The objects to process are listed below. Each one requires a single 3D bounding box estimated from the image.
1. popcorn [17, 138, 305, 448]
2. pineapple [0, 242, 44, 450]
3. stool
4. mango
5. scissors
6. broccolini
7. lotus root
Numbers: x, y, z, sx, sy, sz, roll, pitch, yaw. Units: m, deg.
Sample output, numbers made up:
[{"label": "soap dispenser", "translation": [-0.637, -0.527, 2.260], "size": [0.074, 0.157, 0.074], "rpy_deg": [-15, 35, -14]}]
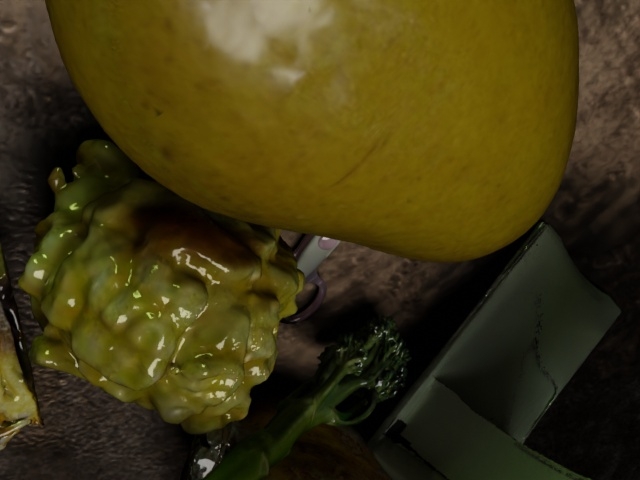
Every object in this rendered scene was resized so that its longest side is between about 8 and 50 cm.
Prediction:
[{"label": "popcorn", "translation": [-0.113, 0.034, 0.821], "size": [0.189, 0.218, 0.169], "rpy_deg": [20, 105, 2]}, {"label": "pineapple", "translation": [-0.295, 0.072, 0.857], "size": [0.236, 0.114, 0.186], "rpy_deg": [19, 116, -43]}, {"label": "stool", "translation": [0.227, 0.163, 0.975], "size": [0.269, 0.244, 0.170], "rpy_deg": [-52, 130, -8]}, {"label": "mango", "translation": [0.022, -0.126, 0.745], "size": [0.301, 0.220, 0.445], "rpy_deg": [-47, 128, -2]}, {"label": "scissors", "translation": [0.000, 0.000, 0.959], "size": [0.085, 0.022, 0.176], "rpy_deg": [24, 116, -32]}, {"label": "broccolini", "translation": [-0.010, 0.126, 0.862], "size": [0.079, 0.392, 0.073], "rpy_deg": [5, 101, 17]}, {"label": "lotus root", "translation": [0.010, 0.268, 1.052], "size": [0.179, 0.196, 0.397], "rpy_deg": [-41, 125, 7]}]
